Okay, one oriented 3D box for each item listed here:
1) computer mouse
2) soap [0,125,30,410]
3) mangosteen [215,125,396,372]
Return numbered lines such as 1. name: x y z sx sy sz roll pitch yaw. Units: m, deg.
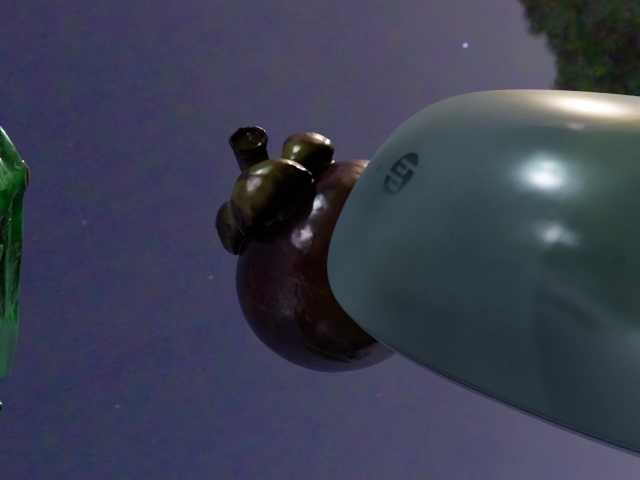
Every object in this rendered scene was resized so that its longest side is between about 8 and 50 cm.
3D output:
1. computer mouse: 0.114 -0.001 0.432 0.097 0.288 0.159 41 -106 -36
2. soap: -0.304 0.020 0.524 0.098 0.274 0.217 -80 1 -64
3. mangosteen: 0.000 0.000 0.908 0.257 0.215 0.215 49 -135 -18
